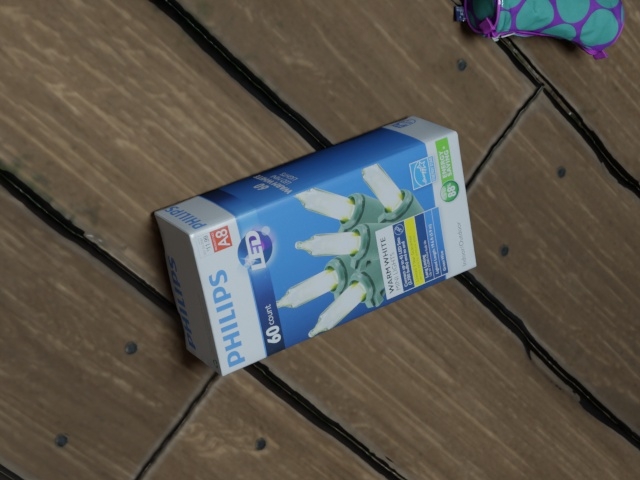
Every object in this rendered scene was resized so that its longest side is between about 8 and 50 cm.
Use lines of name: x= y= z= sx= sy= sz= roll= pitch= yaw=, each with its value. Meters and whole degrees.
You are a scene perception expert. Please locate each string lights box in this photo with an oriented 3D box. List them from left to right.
string lights box: x=0.000 y=0.000 z=1.261 sx=0.259 sy=0.077 sz=0.133 roll=-23 pitch=116 yaw=-24

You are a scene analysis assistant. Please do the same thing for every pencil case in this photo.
pencil case: x=0.200 y=-0.207 z=1.331 sx=0.151 sy=0.064 sz=0.070 roll=3 pitch=87 yaw=-31
